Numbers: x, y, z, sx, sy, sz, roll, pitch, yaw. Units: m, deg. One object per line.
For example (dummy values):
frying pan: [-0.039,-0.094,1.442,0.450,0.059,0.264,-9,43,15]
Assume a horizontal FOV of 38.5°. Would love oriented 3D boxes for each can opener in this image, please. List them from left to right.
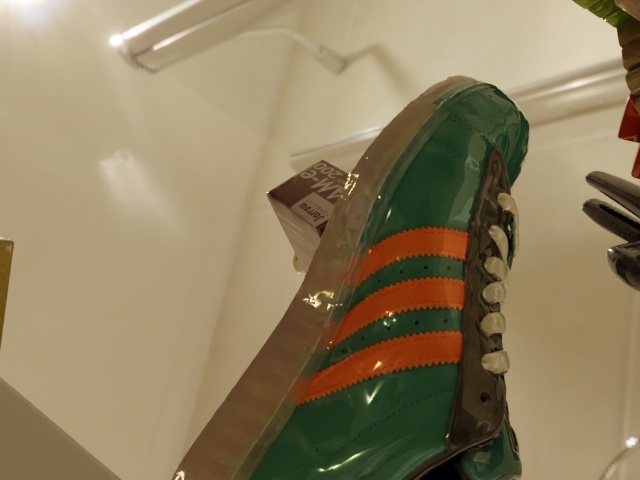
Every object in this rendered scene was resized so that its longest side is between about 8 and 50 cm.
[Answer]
can opener: [0.245,-0.015,0.701,0.073,0.186,0.059,7,-66,-9]

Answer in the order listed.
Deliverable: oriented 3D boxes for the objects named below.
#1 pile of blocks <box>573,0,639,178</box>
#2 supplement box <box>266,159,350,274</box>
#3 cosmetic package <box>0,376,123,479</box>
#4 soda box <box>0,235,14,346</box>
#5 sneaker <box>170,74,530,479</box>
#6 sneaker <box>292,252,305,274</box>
pile of blocks: [0.241,-0.118,0.648,0.149,0.113,0.362,-17,-97,-48]
supplement box: [0.045,0.050,0.896,0.073,0.130,0.239,-32,-62,-12]
cosmetic package: [-0.214,0.342,0.807,0.453,0.230,0.161,35,-139,16]
soda box: [-0.401,0.081,1.041,0.061,0.058,0.181,-7,-69,-56]
sneaker: [0.047,0.056,0.416,0.302,0.121,0.108,-60,-26,-22]
sneaker: [0.000,0.000,1.268,0.075,0.161,0.057,0,-115,-46]
